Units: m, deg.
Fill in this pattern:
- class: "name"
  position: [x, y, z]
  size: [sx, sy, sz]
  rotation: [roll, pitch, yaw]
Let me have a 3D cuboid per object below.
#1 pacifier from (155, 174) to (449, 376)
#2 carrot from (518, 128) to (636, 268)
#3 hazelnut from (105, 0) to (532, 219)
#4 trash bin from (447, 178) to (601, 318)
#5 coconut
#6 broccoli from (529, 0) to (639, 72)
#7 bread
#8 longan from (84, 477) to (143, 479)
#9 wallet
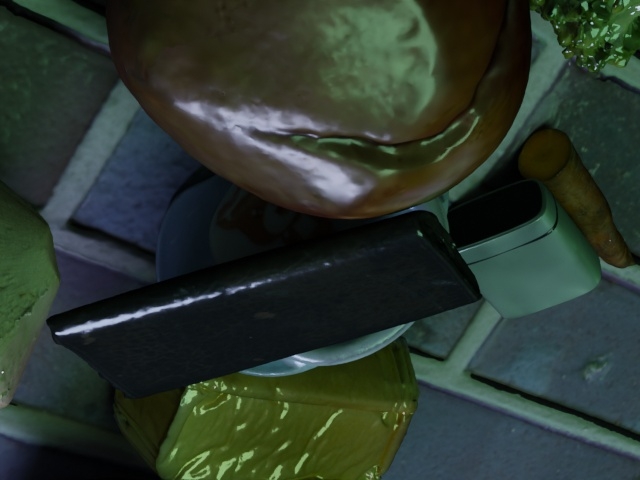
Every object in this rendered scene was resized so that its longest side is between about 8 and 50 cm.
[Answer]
- class: "pacifier"
  position: [0.000, 0.000, 1.679]
  size: [0.279, 0.227, 0.207]
  rotation: [-46, 172, 5]
- class: "carrot"
  position: [0.261, -0.026, 1.879]
  size: [0.057, 0.057, 0.224]
  rotation: [-42, 137, 1]
- class: "hazelnut"
  position: [0.009, -0.196, 1.446]
  size: [0.372, 0.315, 0.372]
  rotation: [-27, 124, -49]
- class: "trash bin"
  position: [0.190, 0.010, 1.829]
  size: [0.116, 0.059, 0.130]
  rotation: [-21, 138, 23]
- class: "coconut"
  position: [-0.319, 0.038, 1.458]
  size: [0.245, 0.233, 0.233]
  rotation: [-19, 129, -14]
- class: "broccoli"
  position: [0.298, -0.237, 1.634]
  size: [0.242, 0.273, 0.180]
  rotation: [-49, 158, -14]
- class: "bread"
  position: [-0.044, 0.146, 1.764]
  size: [0.288, 0.119, 0.152]
  rotation: [8, 119, -33]
- class: "longan"
  position: [-0.162, 0.356, 1.725]
  size: [0.288, 0.288, 0.350]
  rotation: [-28, 136, -12]
- class: "wallet"
  position: [-0.043, 0.050, 1.523]
  size: [0.321, 0.044, 0.170]
  rotation: [-15, 155, 15]
